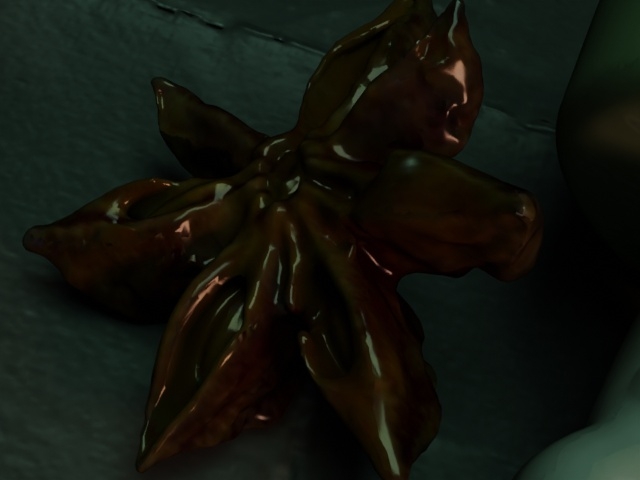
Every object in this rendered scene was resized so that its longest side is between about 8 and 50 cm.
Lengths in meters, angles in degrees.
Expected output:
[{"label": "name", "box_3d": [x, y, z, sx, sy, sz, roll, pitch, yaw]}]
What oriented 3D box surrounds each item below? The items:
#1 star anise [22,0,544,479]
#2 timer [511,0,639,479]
[{"label": "star anise", "box_3d": [0.001, -0.001, 0.486, 0.212, 0.111, 0.196, -37, 35, -12]}, {"label": "timer", "box_3d": [0.176, 0.044, 0.442, 0.290, 0.291, 0.315, 31, 76, 9]}]
